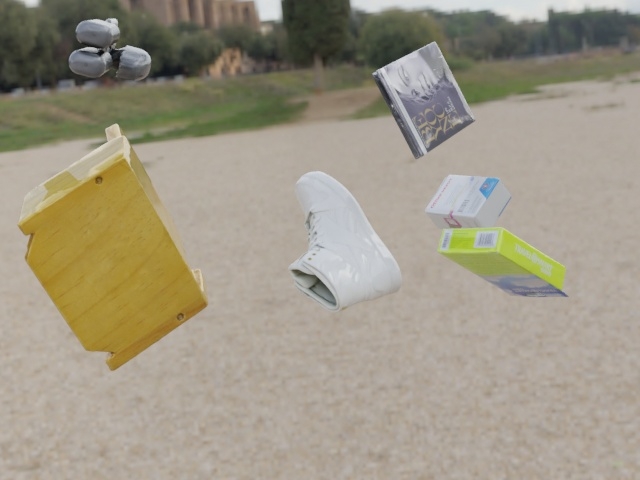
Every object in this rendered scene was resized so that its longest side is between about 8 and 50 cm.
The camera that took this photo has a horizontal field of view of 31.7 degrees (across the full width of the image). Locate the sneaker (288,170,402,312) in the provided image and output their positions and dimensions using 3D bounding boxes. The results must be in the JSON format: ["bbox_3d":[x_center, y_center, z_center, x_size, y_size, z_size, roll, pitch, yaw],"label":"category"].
[{"bbox_3d":[0.000,0.000,2.039,0.169,0.108,0.292,-20,58,-32],"label":"sneaker"}]

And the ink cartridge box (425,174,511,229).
[{"bbox_3d":[0.254,-0.063,1.948,0.122,0.052,0.088,10,59,50],"label":"ink cartridge box"}]

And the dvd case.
[{"bbox_3d":[0.186,-0.250,1.982,0.018,0.164,0.221,-23,7,39],"label":"dvd case"}]

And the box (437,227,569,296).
[{"bbox_3d":[0.262,0.032,1.588,0.109,0.042,0.178,-1,-22,46],"label":"box"}]

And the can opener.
[{"bbox_3d":[-0.273,-0.254,1.513,0.095,0.076,0.283,15,9,-10],"label":"can opener"}]

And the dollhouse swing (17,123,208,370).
[{"bbox_3d":[-0.414,-0.008,2.177,0.315,0.346,0.305,-35,30,-15],"label":"dollhouse swing"}]
